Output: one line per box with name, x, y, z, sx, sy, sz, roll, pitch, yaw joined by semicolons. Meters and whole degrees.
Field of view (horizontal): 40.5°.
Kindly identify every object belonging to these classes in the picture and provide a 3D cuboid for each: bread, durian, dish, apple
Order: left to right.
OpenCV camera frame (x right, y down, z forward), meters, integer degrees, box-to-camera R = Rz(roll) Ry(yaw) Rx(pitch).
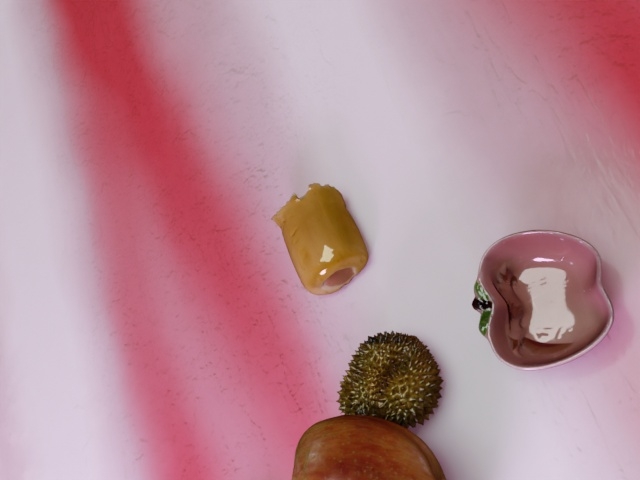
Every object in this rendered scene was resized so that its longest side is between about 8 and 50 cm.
bread;0.000;-0.001;1.502;0.134;0.085;0.173;-34;62;19
apple;0.084;0.397;1.236;0.250;0.309;0.277;0;37;10
durian;0.113;0.222;1.356;0.158;0.137;0.168;20;73;13
dish;0.331;0.091;1.284;0.213;0.090;0.213;-7;73;26
